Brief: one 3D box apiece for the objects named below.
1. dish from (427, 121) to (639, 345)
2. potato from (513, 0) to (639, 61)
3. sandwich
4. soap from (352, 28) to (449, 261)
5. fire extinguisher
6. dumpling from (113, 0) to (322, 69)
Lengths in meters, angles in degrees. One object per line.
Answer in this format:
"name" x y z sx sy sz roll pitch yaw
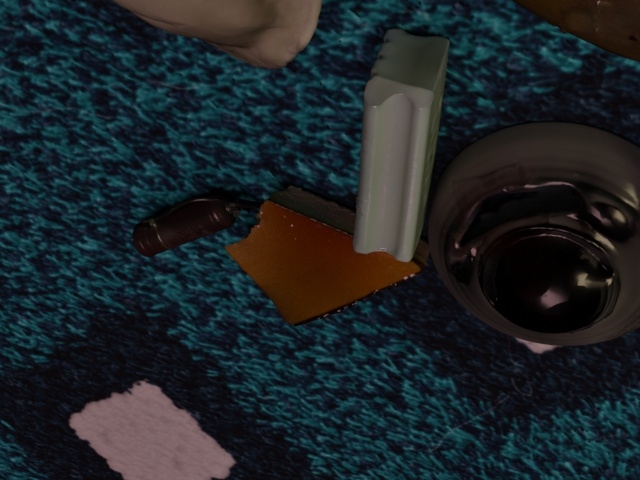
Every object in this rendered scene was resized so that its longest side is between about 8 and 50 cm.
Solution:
"dish" 0.234 0.027 1.183 0.273 0.134 0.273 9 129 11
"potato" 0.229 -0.248 0.946 0.296 0.141 0.191 28 147 0
"sandwich" 0.000 0.000 1.288 0.193 0.058 0.162 -24 117 32
"soap" 0.078 -0.092 1.144 0.067 0.119 0.198 10 131 8
"fire extinguisher" -0.148 -0.024 1.321 0.157 0.045 0.078 -18 157 31
"dumpling" -0.114 -0.253 1.075 0.175 0.243 0.227 -36 139 -4
